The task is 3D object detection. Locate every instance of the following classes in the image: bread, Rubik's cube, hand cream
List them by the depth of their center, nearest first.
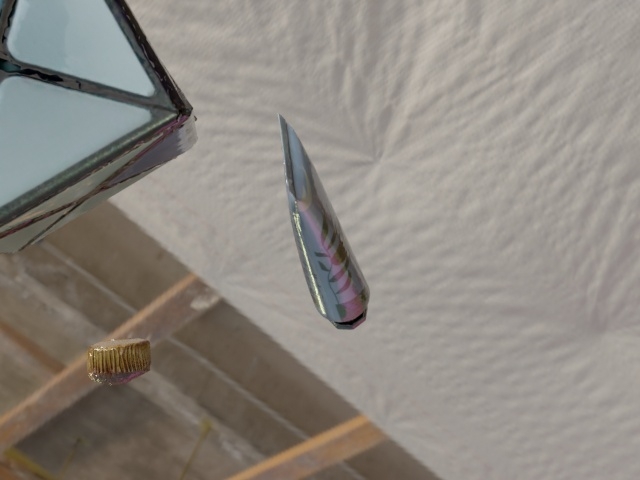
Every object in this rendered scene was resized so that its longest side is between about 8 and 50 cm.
[{"bbox_3d":[-0.276,-0.146,1.015,0.246,0.250,0.248,-33,-88,-4],"label":"Rubik's cube"},{"bbox_3d":[0.000,0.000,1.024,0.058,0.091,0.271,-11,-38,7],"label":"hand cream"},{"bbox_3d":[-0.249,0.152,1.346,0.085,0.085,0.053,-5,-87,28],"label":"bread"}]
